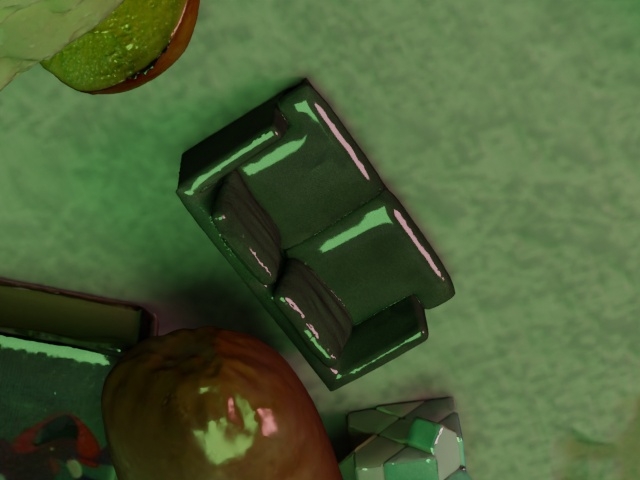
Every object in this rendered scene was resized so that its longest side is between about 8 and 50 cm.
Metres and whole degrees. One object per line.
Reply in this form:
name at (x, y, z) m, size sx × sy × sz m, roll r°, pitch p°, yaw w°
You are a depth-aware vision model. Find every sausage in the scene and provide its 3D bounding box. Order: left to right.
sausage at (-0.040, 0.143, 1.021) m, size 0.114 × 0.113 × 0.259 m, roll -10°, pitch 135°, yaw 4°

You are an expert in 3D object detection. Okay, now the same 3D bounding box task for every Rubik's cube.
Rubik's cube at (0.045, 0.133, 1.067) m, size 0.084 × 0.073 × 0.075 m, roll -23°, pitch 116°, yaw 8°

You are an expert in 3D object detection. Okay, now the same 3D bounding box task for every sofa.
sofa at (0.000, 0.000, 1.003) m, size 0.085 × 0.060 × 0.147 m, roll -30°, pitch 114°, yaw 13°

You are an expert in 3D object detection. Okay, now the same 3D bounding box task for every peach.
peach at (-0.101, -0.115, 0.940) m, size 0.098 × 0.061 × 0.098 m, roll -1°, pitch 85°, yaw 12°

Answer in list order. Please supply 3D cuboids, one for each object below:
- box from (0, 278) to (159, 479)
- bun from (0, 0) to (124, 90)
box at (-0.165, 0.134, 1.064) m, size 0.120 × 0.069 × 0.224 m, roll 10°, pitch 116°, yaw -6°
bun at (-0.182, -0.160, 0.853) m, size 0.229 × 0.145 × 0.229 m, roll 1°, pitch 104°, yaw 3°
